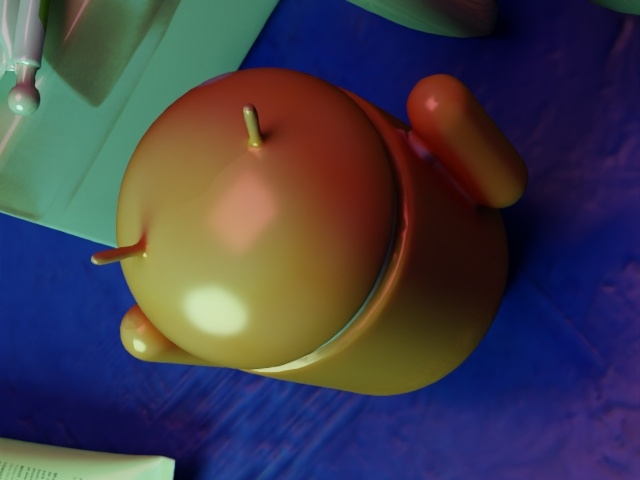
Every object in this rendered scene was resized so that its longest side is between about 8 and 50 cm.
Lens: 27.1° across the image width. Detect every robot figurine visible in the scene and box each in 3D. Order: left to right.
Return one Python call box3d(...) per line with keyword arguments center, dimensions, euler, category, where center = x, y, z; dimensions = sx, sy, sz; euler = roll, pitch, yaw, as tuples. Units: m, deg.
box3d(center=(0.001, -0.002, 0.576), dimensions=(0.158, 0.219, 0.128), euler=(3, 81, 32), category="robot figurine")

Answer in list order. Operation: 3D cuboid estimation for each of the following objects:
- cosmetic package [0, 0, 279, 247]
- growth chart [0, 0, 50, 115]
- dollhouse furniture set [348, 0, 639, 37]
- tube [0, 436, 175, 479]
box3d(center=(-0.114, -0.163, 0.734), dimensions=(0.153, 0.129, 0.296), euler=(34, 97, 34), category="cosmetic package")
box3d(center=(-0.220, -0.150, 0.708), dimensions=(0.237, 0.021, 0.171), euler=(4, 79, 35), category="growth chart")
box3d(center=(0.200, -0.270, 0.563), dimensions=(0.394, 0.257, 0.362), euler=(7, 82, 53), category="dollhouse furniture set")
box3d(center=(-0.184, 0.147, 0.754), dimensions=(0.240, 0.070, 0.062), euler=(7, 44, 29), category="tube")
